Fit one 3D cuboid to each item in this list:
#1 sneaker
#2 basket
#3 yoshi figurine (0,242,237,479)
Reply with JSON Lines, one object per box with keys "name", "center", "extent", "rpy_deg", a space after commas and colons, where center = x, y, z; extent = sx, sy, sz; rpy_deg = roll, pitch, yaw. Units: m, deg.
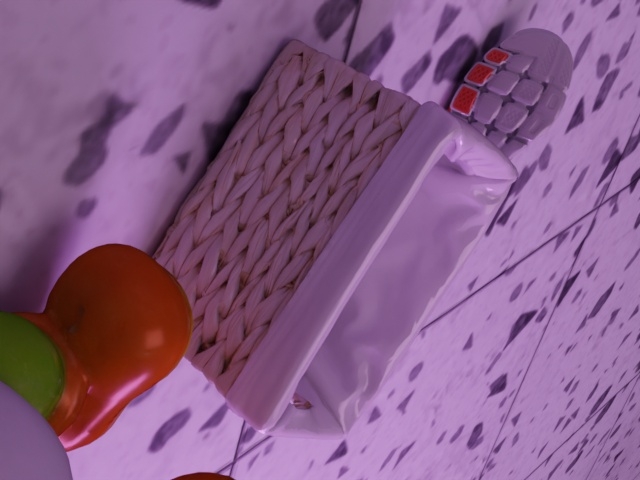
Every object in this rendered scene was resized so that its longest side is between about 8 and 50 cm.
{"name": "sneaker", "center": [0.098, -0.063, 0.804], "extent": [0.158, 0.061, 0.065], "rpy_deg": [-57, -177, 5]}
{"name": "basket", "center": [0.000, 0.000, 0.624], "extent": [0.167, 0.103, 0.113], "rpy_deg": [-58, 156, 4]}
{"name": "yoshi figurine", "center": [-0.140, 0.071, 0.379], "extent": [0.362, 0.203, 0.203], "rpy_deg": [1, 104, -59]}
